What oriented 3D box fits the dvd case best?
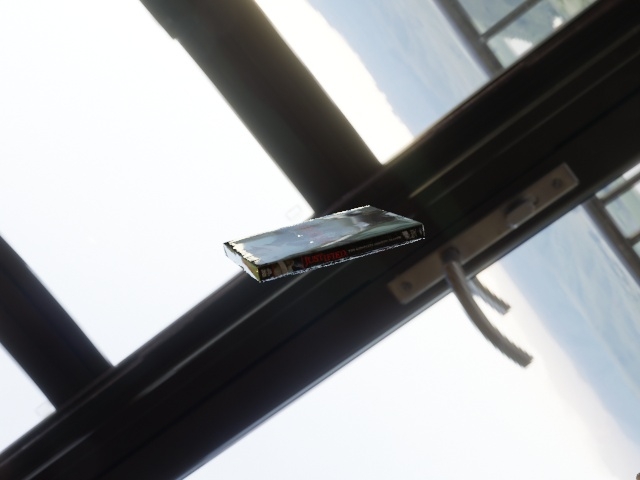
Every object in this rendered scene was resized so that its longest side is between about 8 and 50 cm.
[{"bbox_3d":[0.000,0.000,0.559,0.087,0.119,0.013,-153,50,-67],"label":"dvd case"}]

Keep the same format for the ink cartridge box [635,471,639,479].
[{"bbox_3d":[0.314,0.328,0.555,0.186,0.065,0.311,-125,15,-73],"label":"ink cartridge box"}]
